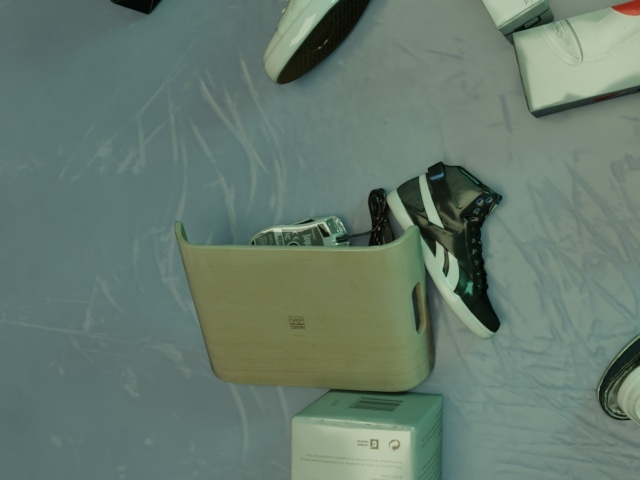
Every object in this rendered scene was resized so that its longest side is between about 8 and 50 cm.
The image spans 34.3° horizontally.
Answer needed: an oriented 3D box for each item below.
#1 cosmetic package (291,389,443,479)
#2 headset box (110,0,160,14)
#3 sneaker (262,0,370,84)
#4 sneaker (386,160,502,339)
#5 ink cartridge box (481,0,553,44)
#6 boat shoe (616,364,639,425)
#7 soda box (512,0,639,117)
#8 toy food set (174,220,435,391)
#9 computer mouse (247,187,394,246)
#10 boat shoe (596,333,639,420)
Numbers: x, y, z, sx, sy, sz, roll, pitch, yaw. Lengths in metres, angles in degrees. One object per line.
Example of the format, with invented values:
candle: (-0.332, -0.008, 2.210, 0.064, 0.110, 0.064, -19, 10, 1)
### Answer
cosmetic package: (0.061, 0.378, 1.252, 0.155, 0.197, 0.366, 2, 93, 16)
headset box: (-0.272, -0.477, 1.341, 0.293, 0.110, 0.218, 46, 104, 9)
sneaker: (0.002, -0.331, 1.280, 0.123, 0.106, 0.290, 37, 92, 15)
sneaker: (0.183, 0.003, 1.251, 0.121, 0.079, 0.217, -34, 83, 16)
ink cartridge box: (0.211, -0.294, 1.187, 0.063, 0.150, 0.109, -31, 84, 16)
boat shoe: (0.454, 0.211, 1.117, 0.277, 0.096, 0.098, 21, 113, -13)
soda box: (0.369, -0.222, 1.175, 0.286, 0.091, 0.098, -12, 89, 17)
toy food set: (-0.019, 0.072, 1.286, 0.306, 0.092, 0.220, 0, 125, 15)
computer mouse: (0.000, 0.000, 1.328, 0.193, 0.042, 0.106, -9, 95, 11)
boat shoe: (0.430, 0.133, 1.185, 0.254, 0.079, 0.095, -31, 88, 17)
